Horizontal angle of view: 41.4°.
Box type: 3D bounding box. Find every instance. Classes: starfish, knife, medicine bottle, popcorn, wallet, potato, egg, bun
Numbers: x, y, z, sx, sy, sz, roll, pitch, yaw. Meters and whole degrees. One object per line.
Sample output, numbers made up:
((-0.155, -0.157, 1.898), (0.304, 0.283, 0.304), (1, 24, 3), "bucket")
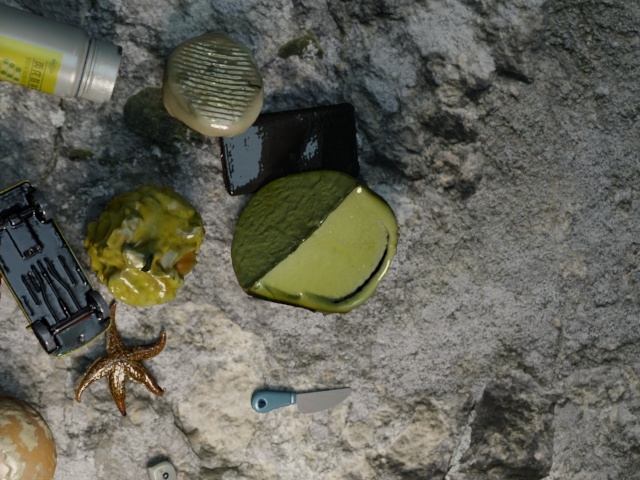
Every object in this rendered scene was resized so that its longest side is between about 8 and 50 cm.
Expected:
((-0.412, 0.248, 1.747), (0.213, 0.057, 0.238), (-17, 98, -27), "starfish")
((-0.308, 0.595, 1.803), (0.073, 0.041, 0.265), (-19, 98, -30), "knife")
((-0.526, -0.358, 1.645), (0.258, 0.143, 0.143), (13, 87, -21), "medicine bottle")
((-0.343, 0.009, 1.680), (0.249, 0.225, 0.249), (2, 86, -24), "popcorn")
((-0.066, -0.203, 1.874), (0.321, 0.044, 0.170), (-11, 97, -21), "wallet")
((0.000, 0.000, 1.839), (0.330, 0.212, 0.280), (-45, 132, 8), "potato")
((-0.604, 0.401, 1.602), (0.203, 0.203, 0.245), (-41, 126, -15), "egg")
((-0.041, 0.363, 1.907), (0.244, 0.032, 0.058), (4, 88, -25), "knife")
((-0.227, -0.318, 1.771), (0.210, 0.116, 0.237), (-3, 69, -14), "bun")

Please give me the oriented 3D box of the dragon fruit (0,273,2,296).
((-0.690, 0.113, 1.553), (0.198, 0.273, 0.218), (-39, 99, -31), "dragon fruit")

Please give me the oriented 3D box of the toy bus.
((-0.546, 0.059, 1.641), (0.145, 0.151, 0.331), (-32, 100, -28), "toy bus")
